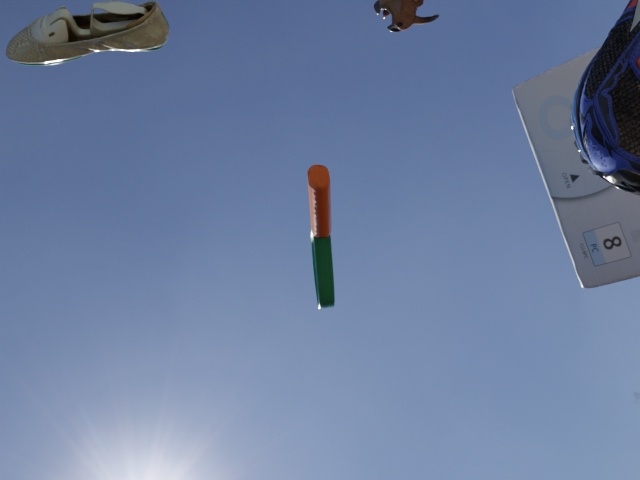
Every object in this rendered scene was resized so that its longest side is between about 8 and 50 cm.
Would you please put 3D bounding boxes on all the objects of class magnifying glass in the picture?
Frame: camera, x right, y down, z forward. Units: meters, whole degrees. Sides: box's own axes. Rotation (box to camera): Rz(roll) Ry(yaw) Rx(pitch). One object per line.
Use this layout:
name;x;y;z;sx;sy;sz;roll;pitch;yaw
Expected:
magnifying glass;0.000;0.000;0.693;0.231;0.026;0.092;91;173;-58

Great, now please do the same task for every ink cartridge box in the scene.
ink cartridge box;0.484;-0.134;0.815;0.091;0.385;0.308;-9;-100;-53

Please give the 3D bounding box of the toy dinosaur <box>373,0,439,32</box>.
toy dinosaur;0.142;-0.422;0.803;0.200;0.295;0.127;44;-111;-6

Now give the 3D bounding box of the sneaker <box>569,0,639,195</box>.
sneaker;0.186;-0.118;0.303;0.221;0.083;0.087;-62;-21;-16

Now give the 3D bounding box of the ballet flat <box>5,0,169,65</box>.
ballet flat;-0.242;-0.221;0.648;0.168;0.057;0.052;-11;-31;-9
